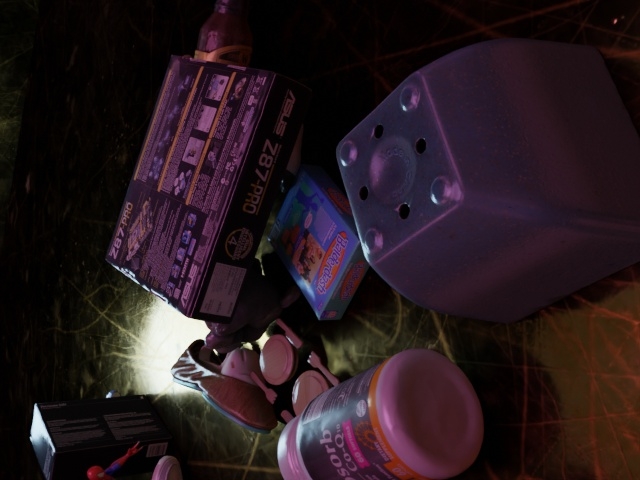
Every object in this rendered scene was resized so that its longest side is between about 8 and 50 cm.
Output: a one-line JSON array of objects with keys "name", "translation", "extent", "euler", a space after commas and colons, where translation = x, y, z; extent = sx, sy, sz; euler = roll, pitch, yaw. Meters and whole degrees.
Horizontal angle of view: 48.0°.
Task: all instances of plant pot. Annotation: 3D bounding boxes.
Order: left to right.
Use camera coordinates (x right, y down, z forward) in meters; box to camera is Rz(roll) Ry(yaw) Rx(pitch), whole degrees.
[{"name": "plant pot", "translation": [0.166, -0.065, 0.767], "extent": [0.248, 0.252, 0.247], "euler": [-39, 57, 45]}]

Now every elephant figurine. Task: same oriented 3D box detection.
[{"name": "elephant figurine", "translation": [-0.182, 0.066, 1.298], "extent": [0.239, 0.186, 0.169], "euler": [60, 149, 25]}]

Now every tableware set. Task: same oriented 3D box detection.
[{"name": "tableware set", "translation": [-0.035, 0.230, 1.201], "extent": [0.194, 0.039, 0.128], "euler": [41, 111, 44]}]

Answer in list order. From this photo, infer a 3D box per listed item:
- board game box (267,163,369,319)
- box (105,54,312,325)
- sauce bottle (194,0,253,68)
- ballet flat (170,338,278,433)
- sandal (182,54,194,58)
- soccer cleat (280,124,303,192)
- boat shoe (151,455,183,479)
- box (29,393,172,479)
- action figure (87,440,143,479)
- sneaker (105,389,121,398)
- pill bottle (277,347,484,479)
[{"name": "board game box", "translation": [0.000, 0.000, 1.161], "extent": [0.210, 0.047, 0.160], "euler": [55, 129, 41]}, {"name": "box", "translation": [-0.202, -0.097, 1.197], "extent": [0.318, 0.097, 0.394], "euler": [22, 94, 45]}, {"name": "sauce bottle", "translation": [-0.192, -0.345, 1.394], "extent": [0.111, 0.112, 0.344], "euler": [31, 114, 50]}, {"name": "ballet flat", "translation": [-0.176, 0.253, 1.355], "extent": [0.342, 0.116, 0.124], "euler": [9, 76, 58]}, {"name": "sandal", "translation": [-0.292, -0.342, 1.583], "extent": [0.072, 0.049, 0.180], "euler": [-51, 50, 39]}, {"name": "soccer cleat", "translation": [-0.133, -0.141, 1.322], "extent": [0.331, 0.116, 0.143], "euler": [-10, 60, 53]}, {"name": "boat shoe", "translation": [-0.308, 0.578, 1.533], "extent": [0.081, 0.079, 0.227], "euler": [-7, 79, 33]}, {"name": "box", "translation": [-0.500, 0.448, 1.633], "extent": [0.184, 0.261, 0.103], "euler": [40, 119, 48]}, {"name": "action figure", "translation": [-0.403, 0.557, 1.578], "extent": [0.091, 0.139, 0.280], "euler": [47, 167, 50]}, {"name": "sneaker", "translation": [-0.517, 0.452, 1.845], "extent": [0.058, 0.052, 0.135], "euler": [-2, 93, 44]}, {"name": "pill bottle", "translation": [0.067, 0.259, 0.955], "extent": [0.278, 0.162, 0.162], "euler": [-39, 57, 45]}]
